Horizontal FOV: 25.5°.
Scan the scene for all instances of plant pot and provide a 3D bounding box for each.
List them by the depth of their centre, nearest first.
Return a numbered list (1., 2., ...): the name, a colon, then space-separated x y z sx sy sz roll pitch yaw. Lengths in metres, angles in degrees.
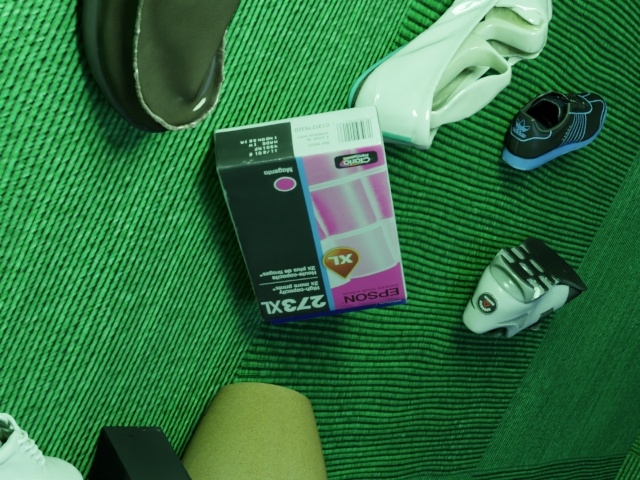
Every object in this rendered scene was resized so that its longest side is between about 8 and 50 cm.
1. plant pot: -0.081 0.307 1.678 0.237 0.237 0.254 58 35 -59

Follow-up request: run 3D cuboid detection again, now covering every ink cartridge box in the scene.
1. ink cartridge box: 0.000 0.000 1.603 0.371 0.175 0.069 77 5 -54

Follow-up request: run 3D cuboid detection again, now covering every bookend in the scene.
1. bookend: -0.201 0.311 1.553 0.072 0.157 0.156 5 114 -30

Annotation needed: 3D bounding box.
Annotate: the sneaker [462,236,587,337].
1. sneaker: 0.317 0.084 2.274 0.146 0.122 0.330 -51 157 21

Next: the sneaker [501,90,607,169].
1. sneaker: 0.360 -0.184 2.104 0.232 0.081 0.090 -33 149 -39

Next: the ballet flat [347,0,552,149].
1. ballet flat: 0.199 -0.240 1.737 0.400 0.139 0.139 -45 148 -27

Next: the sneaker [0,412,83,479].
1. sneaker: -0.308 0.218 1.371 0.091 0.094 0.258 -59 152 7

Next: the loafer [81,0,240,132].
1. loafer: -0.122 -0.233 1.216 0.134 0.130 0.366 -38 145 -35
